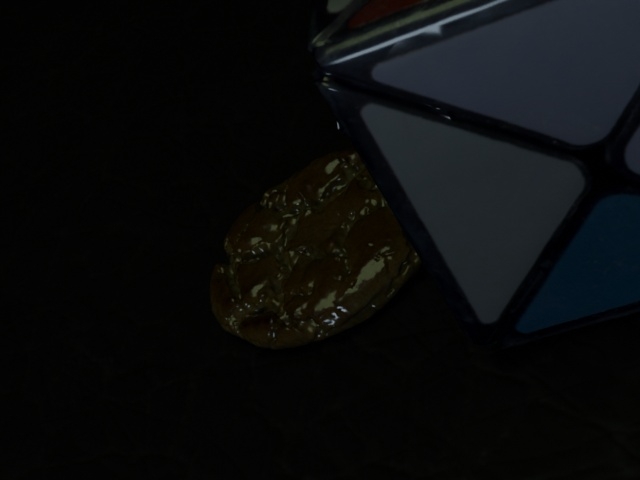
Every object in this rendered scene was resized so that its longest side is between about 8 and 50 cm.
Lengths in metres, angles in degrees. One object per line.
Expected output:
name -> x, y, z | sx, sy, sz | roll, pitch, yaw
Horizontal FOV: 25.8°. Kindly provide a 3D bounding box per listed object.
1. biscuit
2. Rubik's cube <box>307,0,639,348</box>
biscuit -> 0.000, 0.000, 1.200 | 0.226, 0.042, 0.226 | -23, 39, 20
Rubik's cube -> 0.190, -0.142, 0.985 | 0.305, 0.310, 0.307 | -19, 40, 18
